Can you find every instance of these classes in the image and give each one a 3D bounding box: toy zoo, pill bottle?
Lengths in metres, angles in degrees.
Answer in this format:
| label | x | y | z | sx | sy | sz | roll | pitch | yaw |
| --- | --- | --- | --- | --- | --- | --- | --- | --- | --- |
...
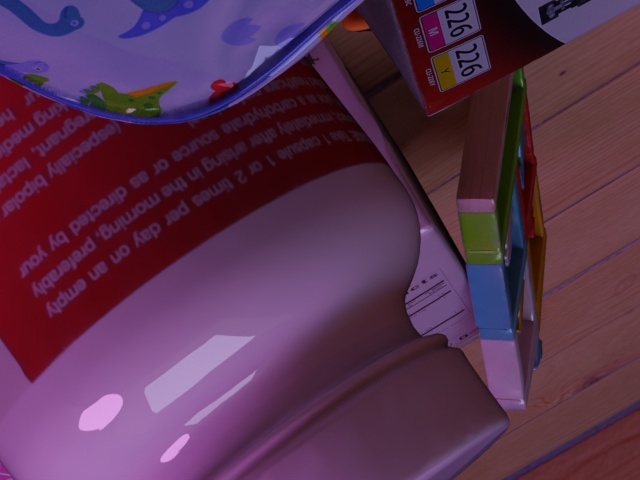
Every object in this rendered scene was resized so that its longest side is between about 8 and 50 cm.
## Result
| label | x | y | z | sx | sy | sz | roll | pitch | yaw |
| --- | --- | --- | --- | --- | --- | --- | --- | --- | --- |
| toy zoo | 0.150 | 0.000 | 1.454 | 0.030 | 0.192 | 0.293 | 0 | 138 | 14 |
| pill bottle | -0.101 | -0.024 | 0.862 | 0.229 | 0.407 | 0.229 | -35 | 168 | -9 |

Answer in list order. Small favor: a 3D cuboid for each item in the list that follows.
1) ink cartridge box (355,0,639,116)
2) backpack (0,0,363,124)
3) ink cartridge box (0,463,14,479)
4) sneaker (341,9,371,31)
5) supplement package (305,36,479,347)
| label | x | y | z | sx | sy | sz | roll | pitch | yaw |
| --- | --- | --- | --- | --- | --- | --- | --- | --- | --- |
| ink cartridge box | 0.116 | -0.255 | 0.928 | 0.272 | 0.130 | 0.309 | -29 | 145 | -3 |
| backpack | -0.110 | -0.202 | 0.628 | 0.290 | 0.273 | 0.355 | -41 | 150 | 13 |
| ink cartridge box | -0.189 | 0.114 | 1.377 | 0.311 | 0.186 | 0.065 | -12 | 115 | -32 |
| sneaker | 0.044 | -0.188 | 1.162 | 0.083 | 0.084 | 0.215 | -19 | 158 | 0 |
| supplement package | 0.000 | 0.000 | 1.402 | 0.175 | 0.177 | 0.293 | -30 | 159 | 4 |
